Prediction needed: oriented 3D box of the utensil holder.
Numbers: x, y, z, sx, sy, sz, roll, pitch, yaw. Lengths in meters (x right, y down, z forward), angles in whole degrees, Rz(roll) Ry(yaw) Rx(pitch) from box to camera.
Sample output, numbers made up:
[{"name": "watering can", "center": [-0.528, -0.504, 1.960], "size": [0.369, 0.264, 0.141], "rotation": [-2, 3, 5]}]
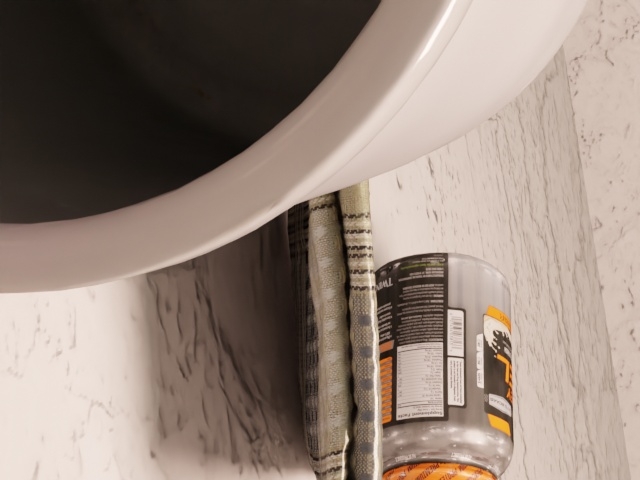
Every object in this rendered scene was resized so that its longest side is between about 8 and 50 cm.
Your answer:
[{"name": "utensil holder", "center": [-0.047, -0.166, 0.640], "size": [0.385, 0.328, 0.327], "rotation": [-21, 102, -72]}]

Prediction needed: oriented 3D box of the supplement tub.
[{"name": "supplement tub", "center": [0.092, 0.115, 1.247], "size": [0.117, 0.117, 0.190], "rotation": [51, 36, -57]}]

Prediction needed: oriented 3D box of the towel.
[{"name": "towel", "center": [0.000, 0.000, 0.991], "size": [0.312, 0.056, 0.324], "rotation": [98, -10, -87]}]
